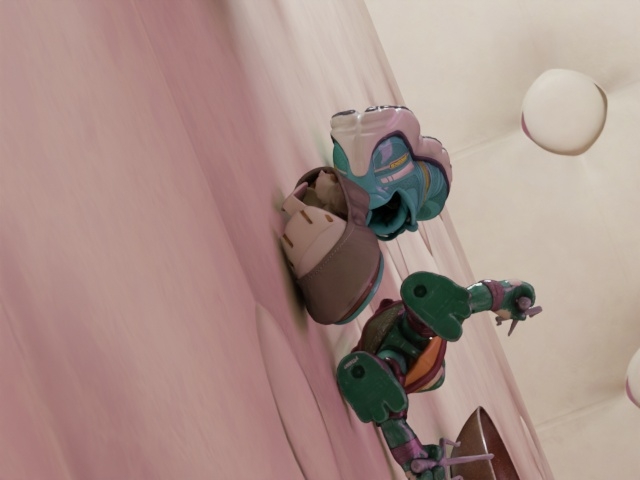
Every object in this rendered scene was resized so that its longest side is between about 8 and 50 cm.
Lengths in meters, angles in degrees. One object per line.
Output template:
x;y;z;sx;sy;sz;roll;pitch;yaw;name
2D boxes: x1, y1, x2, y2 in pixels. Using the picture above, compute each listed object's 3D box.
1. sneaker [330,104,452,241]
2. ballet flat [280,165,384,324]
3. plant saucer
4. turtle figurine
0.063;-0.052;1.920;0.275;0.107;0.110;32;56;-71;sneaker
0.000;0.000;1.372;0.068;0.072;0.213;39;13;-11;ballet flat
0.189;0.312;1.873;0.310;0.050;0.310;-22;90;-84;plant saucer
0.080;0.094;1.464;0.234;0.118;0.175;39;71;-73;turtle figurine
